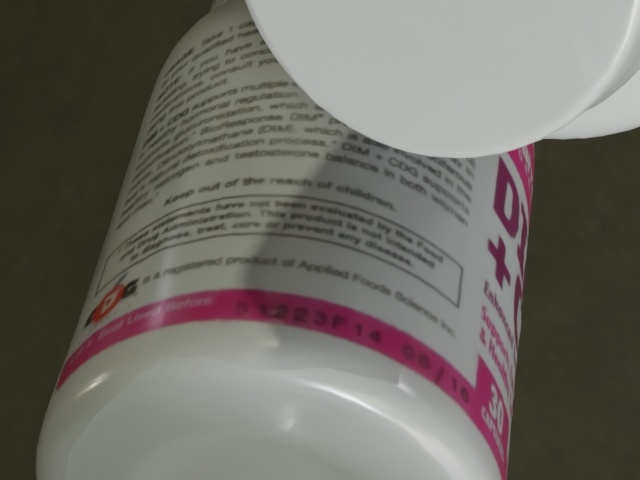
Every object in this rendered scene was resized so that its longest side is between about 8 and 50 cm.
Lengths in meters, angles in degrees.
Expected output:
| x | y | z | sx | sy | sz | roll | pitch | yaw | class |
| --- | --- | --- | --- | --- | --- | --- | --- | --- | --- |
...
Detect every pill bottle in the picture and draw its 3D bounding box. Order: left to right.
| x | y | z | sx | sy | sz | roll | pitch | yaw | class |
| --- | --- | --- | --- | --- | --- | --- | --- | --- | --- |
| 0.000 | 0.000 | 0.727 | 0.160 | 0.160 | 0.283 | -10 | 40 | 19 | pill bottle |
| 0.085 | -0.119 | 0.561 | 0.152 | 0.152 | 0.272 | 4 | 24 | 28 | pill bottle |
